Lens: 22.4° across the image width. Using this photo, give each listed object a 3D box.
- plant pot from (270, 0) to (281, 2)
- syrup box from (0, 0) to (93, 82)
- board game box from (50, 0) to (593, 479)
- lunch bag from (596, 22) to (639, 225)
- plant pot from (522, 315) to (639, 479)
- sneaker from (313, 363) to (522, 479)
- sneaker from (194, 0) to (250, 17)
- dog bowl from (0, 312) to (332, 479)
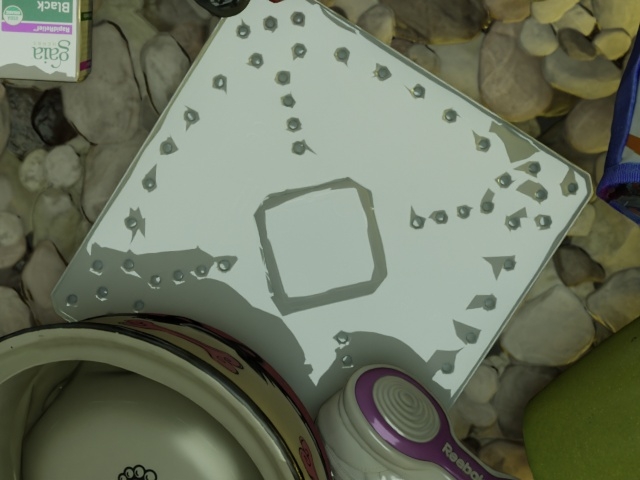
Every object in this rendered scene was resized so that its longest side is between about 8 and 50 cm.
[{"bbox_3d":[0.032,-0.374,1.424,0.243,0.275,0.274,-18,99,-6],"label":"plant pot"},{"bbox_3d":[-0.263,-0.268,1.510,0.093,0.096,0.236,3,98,-1],"label":"syrup box"},{"bbox_3d":[0.000,0.000,1.577,0.390,0.050,0.390,32,98,-6],"label":"board game box"},{"bbox_3d":[0.442,-0.122,1.308,0.386,0.239,0.327,17,74,2],"label":"lunch bag"},{"bbox_3d":[0.349,0.170,1.510,0.294,0.275,0.274,-22,99,25],"label":"plant pot"},{"bbox_3d":[0.111,0.256,1.535,0.305,0.114,0.152,51,137,2],"label":"sneaker"},{"bbox_3d":[-0.126,-0.306,1.494,0.078,0.106,0.234,-33,83,5],"label":"sneaker"},{"bbox_3d":[-0.169,0.248,1.513,0.408,0.150,0.407,6,108,19],"label":"dog bowl"}]
